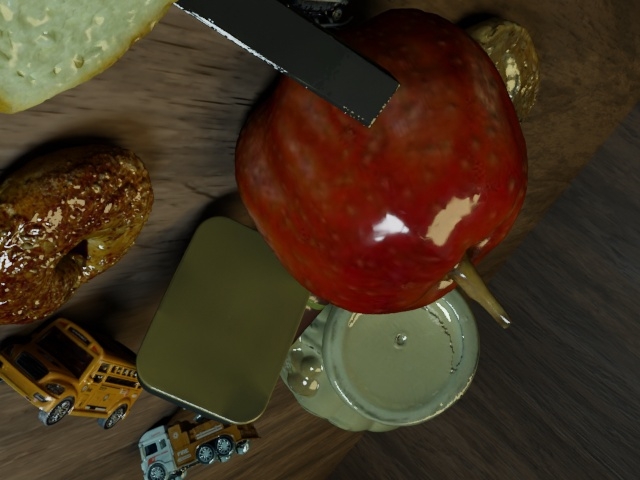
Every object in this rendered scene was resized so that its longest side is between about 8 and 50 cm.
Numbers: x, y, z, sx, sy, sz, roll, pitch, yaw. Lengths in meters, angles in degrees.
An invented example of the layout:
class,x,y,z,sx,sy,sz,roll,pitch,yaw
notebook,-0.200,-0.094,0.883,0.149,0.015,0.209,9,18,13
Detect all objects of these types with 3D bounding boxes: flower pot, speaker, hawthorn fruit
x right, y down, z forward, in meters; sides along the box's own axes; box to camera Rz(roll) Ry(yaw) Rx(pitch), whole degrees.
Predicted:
class,x,y,z,sx,sy,sz,roll,pitch,yaw
flower pot,0.086,0.139,1.118,0.307,0.307,0.244,-44,-175,-9
speaker,-0.029,-0.156,0.579,0.046,0.191,0.040,-54,-156,18
hawthorn fruit,0.082,-0.050,0.756,0.287,0.330,0.287,-30,161,-11

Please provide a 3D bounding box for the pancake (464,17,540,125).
class,x,y,z,sx,sy,sz,roll,pitch,yaw
pancake,0.182,-0.155,1.125,0.387,0.082,0.387,-35,154,-20

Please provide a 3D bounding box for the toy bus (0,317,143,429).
class,x,y,z,sx,sy,sz,roll,pitch,yaw
toy bus,-0.253,0.137,0.802,0.088,0.083,0.194,-54,164,-7

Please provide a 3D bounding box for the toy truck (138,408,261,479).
class,x,y,z,sx,sy,sz,roll,pitch,yaw
toy truck,-0.198,0.300,1.193,0.177,0.115,0.080,-26,163,9

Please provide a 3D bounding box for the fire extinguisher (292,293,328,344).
class,x,y,z,sx,sy,sz,roll,pitch,yaw
fire extinguisher,0.000,0.000,0.972,0.341,0.141,0.105,-50,-167,15

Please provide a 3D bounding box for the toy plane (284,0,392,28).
class,x,y,z,sx,sy,sz,roll,pitch,yaw
toy plane,0.019,-0.238,0.688,0.197,0.053,0.078,-20,139,-44

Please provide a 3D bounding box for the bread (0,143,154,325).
class,x,y,z,sx,sy,sz,roll,pitch,yaw
bread,-0.217,-0.001,0.643,0.193,0.064,0.193,-42,163,-16

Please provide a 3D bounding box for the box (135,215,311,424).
class,x,y,z,sx,sy,sz,roll,pitch,yaw
box,-0.105,0.092,0.838,0.090,0.144,0.201,132,-19,-66

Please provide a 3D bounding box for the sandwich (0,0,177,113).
class,x,y,z,sx,sy,sz,roll,pitch,yaw
sandwich,-0.128,-0.215,0.356,0.254,0.099,0.288,-41,160,-16
